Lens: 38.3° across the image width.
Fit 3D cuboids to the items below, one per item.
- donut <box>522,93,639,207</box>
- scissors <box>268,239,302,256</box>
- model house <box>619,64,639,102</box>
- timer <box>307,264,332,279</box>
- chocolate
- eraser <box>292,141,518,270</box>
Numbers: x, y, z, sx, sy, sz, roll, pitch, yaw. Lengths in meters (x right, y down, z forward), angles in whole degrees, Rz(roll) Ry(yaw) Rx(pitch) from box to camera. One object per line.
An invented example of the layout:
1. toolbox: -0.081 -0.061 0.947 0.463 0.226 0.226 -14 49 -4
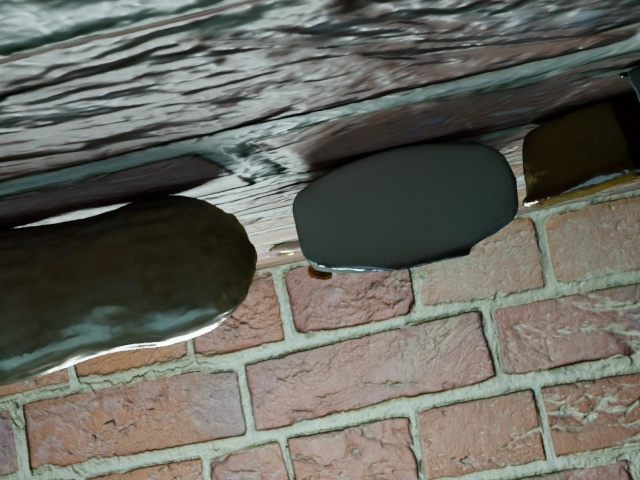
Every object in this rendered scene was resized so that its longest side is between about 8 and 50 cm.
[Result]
1. donut: 0.258 -0.080 0.795 0.184 0.073 0.166 -14 176 20
2. scissors: 0.000 0.000 1.748 0.160 0.024 0.317 -8 176 -24
3. model house: 0.285 -0.059 0.599 0.148 0.149 0.119 -12 177 -43
4. timer: 0.027 -0.004 1.358 0.107 0.109 0.107 5 -159 -2
5. chocolate: -0.205 0.039 0.763 0.309 0.134 0.134 -16 177 -7
6. eraser: 0.072 -0.021 0.903 0.189 0.104 0.290 -16 177 -1
